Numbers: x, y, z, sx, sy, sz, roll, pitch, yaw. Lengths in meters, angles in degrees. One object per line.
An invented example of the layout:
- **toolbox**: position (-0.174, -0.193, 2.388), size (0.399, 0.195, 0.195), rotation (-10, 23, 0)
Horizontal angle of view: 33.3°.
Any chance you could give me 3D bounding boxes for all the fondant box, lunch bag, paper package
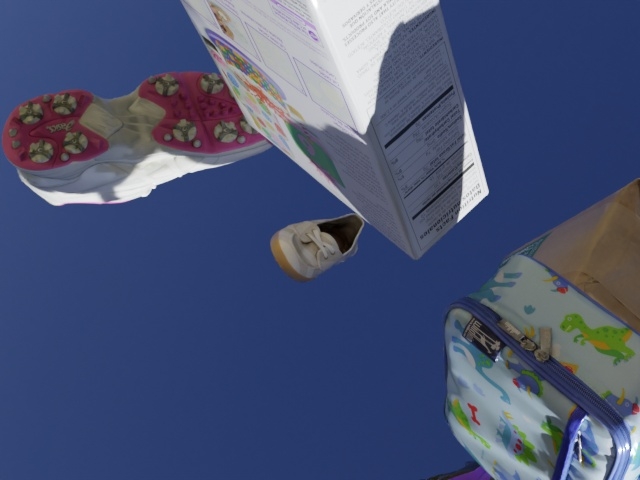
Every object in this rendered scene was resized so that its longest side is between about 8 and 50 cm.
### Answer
- **fondant box**: position (-0.005, -0.156, 0.837), size (0.096, 0.330, 0.238), rotation (-42, -123, -11)
- **lunch bag**: position (0.176, 0.127, 0.809), size (0.090, 0.219, 0.176), rotation (-37, -120, -21)
- **paper package**: position (0.349, 0.124, 1.213), size (0.168, 0.309, 0.325), rotation (-50, -178, -24)

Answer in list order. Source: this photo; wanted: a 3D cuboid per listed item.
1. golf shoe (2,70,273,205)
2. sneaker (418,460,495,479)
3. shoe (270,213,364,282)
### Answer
- **golf shoe**: position (-0.193, -0.108, 1.204), size (0.306, 0.140, 0.115), rotation (-6, -119, -7)
- **sneaker**: position (0.148, 0.371, 1.344), size (0.146, 0.293, 0.102), rotation (15, -58, 43)
- **shoe**: position (0.000, 0.000, 1.364), size (0.058, 0.219, 0.076), rotation (-39, -97, 21)
